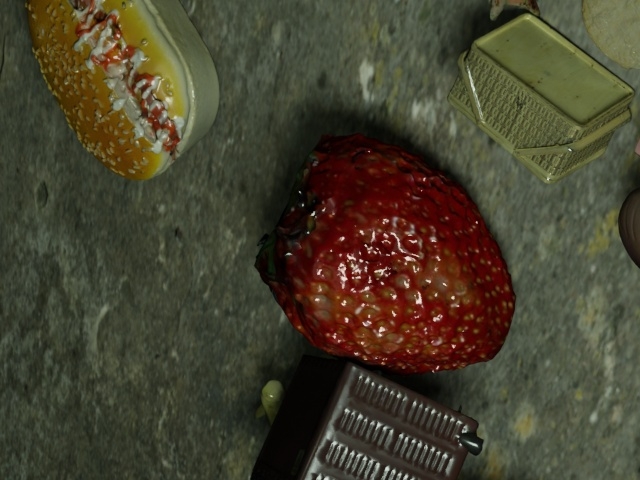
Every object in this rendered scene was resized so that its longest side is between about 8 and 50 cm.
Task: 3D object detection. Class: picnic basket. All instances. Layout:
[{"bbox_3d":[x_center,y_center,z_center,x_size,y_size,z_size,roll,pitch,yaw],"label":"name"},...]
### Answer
[{"bbox_3d":[0.222,-0.145,1.886,0.164,0.115,0.079,42,135,20],"label":"picnic basket"}]

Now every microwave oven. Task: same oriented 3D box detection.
[{"bbox_3d":[0.045,0.245,2.085,0.178,0.188,0.247,22,173,-12],"label":"microwave oven"}]

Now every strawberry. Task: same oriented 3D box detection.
[{"bbox_3d":[0.082,0.029,2.044,0.288,0.250,0.238,28,87,3],"label":"strawberry"}]

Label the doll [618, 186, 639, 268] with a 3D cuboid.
[{"bbox_3d":[0.351,0.002,1.812,0.096,0.188,0.145,-44,92,4],"label":"doll"}]

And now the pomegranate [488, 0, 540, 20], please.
[{"bbox_3d":[0.196,-0.284,1.834,0.129,0.129,0.159,8,123,41],"label":"pomegranate"}]

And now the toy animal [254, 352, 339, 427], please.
[{"bbox_3d":[0.014,0.257,2.296,0.233,0.121,0.168,49,147,17],"label":"toy animal"}]

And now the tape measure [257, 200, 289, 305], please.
[{"bbox_3d":[-0.003,0.001,2.179,0.107,0.104,0.179,40,134,26],"label":"tape measure"}]

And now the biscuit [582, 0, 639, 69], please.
[{"bbox_3d":[0.308,-0.224,1.837,0.120,0.015,0.120,21,124,34],"label":"biscuit"}]

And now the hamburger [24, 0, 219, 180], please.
[{"bbox_3d":[-0.254,-0.218,2.276,0.295,0.151,0.227,56,139,3],"label":"hamburger"}]

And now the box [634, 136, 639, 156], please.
[{"bbox_3d":[0.389,-0.096,1.797,0.156,0.060,0.111,36,130,23],"label":"box"}]
